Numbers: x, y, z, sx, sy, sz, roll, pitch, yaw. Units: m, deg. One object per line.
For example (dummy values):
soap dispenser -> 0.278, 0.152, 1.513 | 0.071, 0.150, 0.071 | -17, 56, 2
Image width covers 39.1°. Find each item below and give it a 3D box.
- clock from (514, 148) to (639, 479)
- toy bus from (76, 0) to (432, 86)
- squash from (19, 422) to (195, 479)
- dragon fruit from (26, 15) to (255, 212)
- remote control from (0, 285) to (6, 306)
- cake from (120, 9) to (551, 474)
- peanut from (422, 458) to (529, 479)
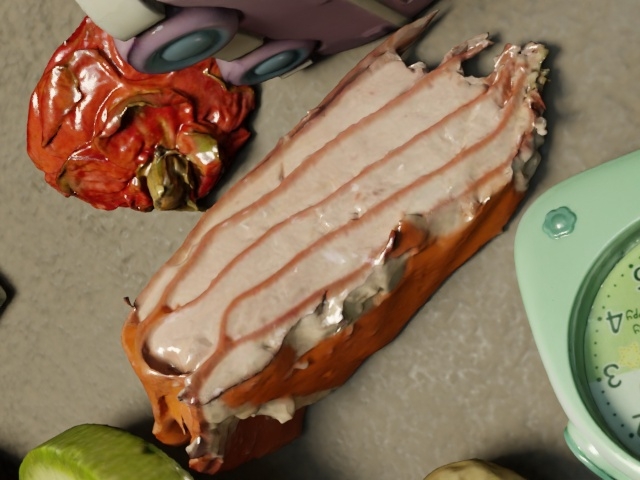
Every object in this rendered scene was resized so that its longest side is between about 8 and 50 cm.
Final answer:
clock -> 0.166, 0.046, 0.373 | 0.148, 0.060, 0.188 | -19, 60, 27
toy bus -> -0.029, -0.161, 0.398 | 0.142, 0.202, 0.142 | -24, 86, 21
squash -> -0.102, 0.206, 0.505 | 0.219, 0.041, 0.219 | 23, 125, 38
dragon fruit -> -0.101, -0.071, 0.507 | 0.106, 0.083, 0.162 | 38, 106, 13
remote control -> -0.279, 0.077, 0.624 | 0.065, 0.029, 0.166 | 43, 105, 15
cake -> 0.005, 0.004, 0.456 | 0.098, 0.135, 0.287 | 43, 101, 29
peanut -> 0.053, 0.213, 0.454 | 0.086, 0.104, 0.227 | 23, 105, 14
